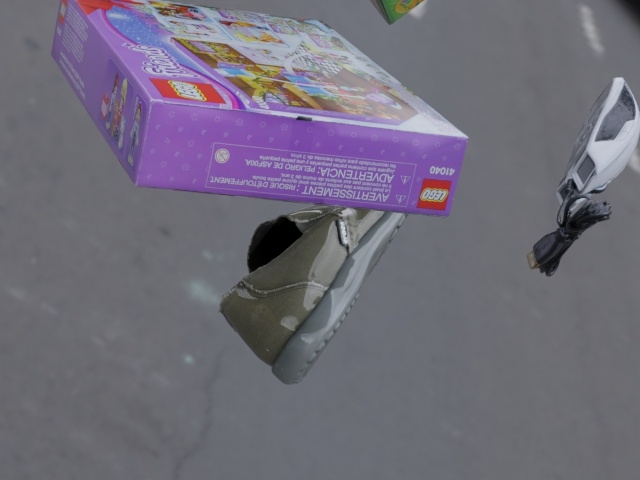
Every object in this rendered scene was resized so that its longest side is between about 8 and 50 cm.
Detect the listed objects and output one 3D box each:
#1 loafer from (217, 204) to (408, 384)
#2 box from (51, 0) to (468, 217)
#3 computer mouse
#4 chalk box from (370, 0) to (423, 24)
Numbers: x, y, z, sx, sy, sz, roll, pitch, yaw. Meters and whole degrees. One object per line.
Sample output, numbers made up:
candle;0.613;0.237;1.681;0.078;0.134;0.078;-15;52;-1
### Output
loafer;0.000;0.000;1.247;0.087;0.094;0.251;33;35;-1
box;-0.052;-0.097;1.130;0.201;0.057;0.293;6;19;-20
computer mouse;0.222;-0.056;1.371;0.042;0.106;0.193;28;52;0
chalk box;0.077;-0.337;1.885;0.132;0.213;0.132;54;2;16
